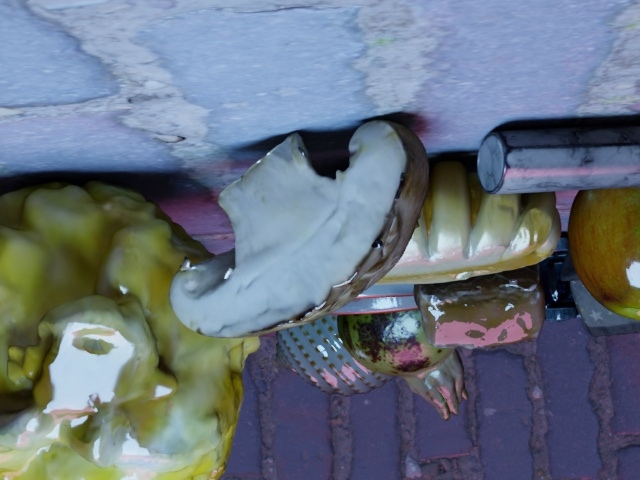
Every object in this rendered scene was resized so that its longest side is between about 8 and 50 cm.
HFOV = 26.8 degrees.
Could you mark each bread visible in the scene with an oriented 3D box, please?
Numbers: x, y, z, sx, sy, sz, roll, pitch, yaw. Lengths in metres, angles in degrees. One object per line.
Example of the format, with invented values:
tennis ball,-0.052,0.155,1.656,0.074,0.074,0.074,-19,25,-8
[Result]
bread,0.094,-0.019,1.408,0.311,0.121,0.173,-5,171,4

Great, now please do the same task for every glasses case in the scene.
glasses case,0.308,-0.081,1.288,0.299,0.060,0.114,-3,178,-7

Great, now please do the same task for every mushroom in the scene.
mushroom,0.000,0.000,1.264,0.285,0.156,0.151,-36,159,22

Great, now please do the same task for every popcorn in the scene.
popcorn,-0.252,0.120,1.411,0.344,0.354,0.390,-9,153,-41

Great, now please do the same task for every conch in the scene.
conch,0.075,0.176,2.497,0.319,0.215,0.303,-4,-178,3

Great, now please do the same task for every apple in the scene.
apple,0.374,0.002,1.509,0.196,0.196,0.196,-4,172,-1

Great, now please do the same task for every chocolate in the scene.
chocolate,0.173,0.035,1.549,0.148,0.093,0.214,-3,-149,0

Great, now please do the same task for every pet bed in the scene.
pet bed,0.458,0.029,1.881,0.211,0.159,0.183,-10,-165,47

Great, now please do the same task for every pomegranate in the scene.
pomegranate,0.132,0.152,2.107,0.204,0.277,0.222,-5,-170,-7

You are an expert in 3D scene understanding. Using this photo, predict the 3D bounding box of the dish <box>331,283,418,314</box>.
dish,0.066,0.029,1.744,0.256,0.117,0.256,-4,173,-1

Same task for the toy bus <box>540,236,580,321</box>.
toy bus,0.387,0.060,2.078,0.271,0.133,0.165,-4,176,-13
